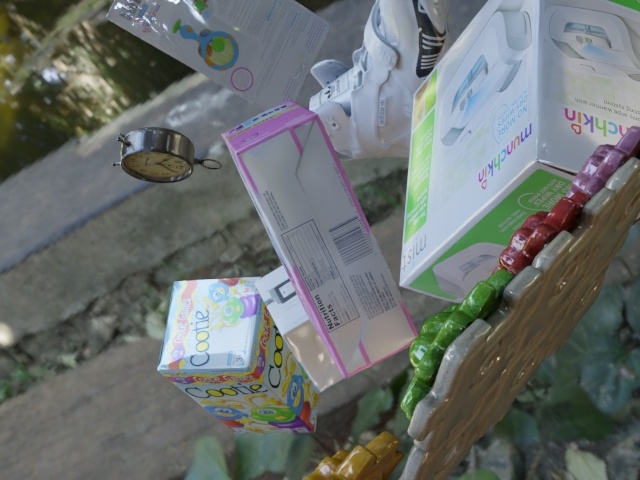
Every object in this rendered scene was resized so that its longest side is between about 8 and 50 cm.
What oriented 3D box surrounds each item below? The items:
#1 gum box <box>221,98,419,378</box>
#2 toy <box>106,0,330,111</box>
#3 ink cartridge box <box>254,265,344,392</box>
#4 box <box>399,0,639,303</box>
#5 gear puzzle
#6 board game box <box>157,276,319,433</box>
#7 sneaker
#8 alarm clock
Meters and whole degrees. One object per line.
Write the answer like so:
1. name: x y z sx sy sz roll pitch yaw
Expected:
1. gum box: 0.000 0.000 0.738 0.062 0.188 0.107 -26 15 -4
2. toy: -0.120 -0.252 1.198 0.056 0.237 0.137 3 66 63
3. ink cartridge box: -0.024 0.099 1.303 0.060 0.104 0.180 -32 29 -2
4. box: 0.185 -0.090 0.935 0.262 0.127 0.231 131 151 -59
5. gear puzzle: 0.077 0.063 0.550 0.044 0.175 0.339 34 50 21
6. board game box: -0.109 0.179 1.541 0.142 0.275 0.144 -4 61 20
7. sneaker: 0.072 -0.232 1.339 0.210 0.366 0.137 -6 48 13
8. alarm clock: -0.270 -0.151 1.832 0.129 0.192 0.064 128 150 -63
